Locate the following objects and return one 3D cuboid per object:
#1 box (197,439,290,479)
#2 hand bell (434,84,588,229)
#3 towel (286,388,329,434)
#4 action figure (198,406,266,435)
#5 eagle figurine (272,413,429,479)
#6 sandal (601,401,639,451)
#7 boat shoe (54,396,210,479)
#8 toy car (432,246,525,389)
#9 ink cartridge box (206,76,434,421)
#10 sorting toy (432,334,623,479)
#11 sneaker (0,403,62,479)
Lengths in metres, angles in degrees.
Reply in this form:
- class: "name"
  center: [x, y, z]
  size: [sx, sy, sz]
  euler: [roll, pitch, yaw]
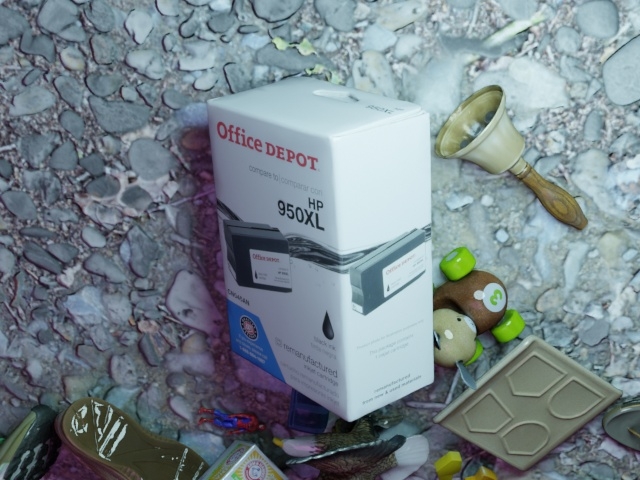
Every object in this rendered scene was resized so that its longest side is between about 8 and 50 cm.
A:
- class: "box"
  center: [-0.154, 0.438, 1.616]
  size: [0.203, 0.103, 0.114]
  euler: [-45, 101, -21]
- class: "hand bell"
  center: [0.288, -0.094, 1.378]
  size: [0.242, 0.126, 0.126]
  euler: [38, 115, -21]
- class: "towel"
  center: [-0.016, 0.261, 1.612]
  size: [0.067, 0.029, 0.119]
  euler: [11, 114, 5]
- class: "action figure"
  center: [-0.148, 0.305, 1.658]
  size: [0.115, 0.030, 0.038]
  euler: [6, 109, 6]
- class: "eagle figurine"
  center: [0.027, 0.340, 1.489]
  size: [0.225, 0.298, 0.226]
  euler: [-20, 108, 18]
- class: "sandal"
  center: [0.535, 0.322, 1.514]
  size: [0.219, 0.060, 0.090]
  euler: [35, 115, -5]
- class: "boat shoe"
  center: [-0.301, 0.386, 1.687]
  size: [0.341, 0.121, 0.110]
  euler: [42, 149, -12]
- class: "toy car"
  center: [0.200, 0.128, 1.425]
  size: [0.149, 0.188, 0.155]
  euler: [-34, 103, 22]
- class: "ink cartridge box"
  center: [0.000, 0.000, 1.349]
  size: [0.285, 0.166, 0.394]
  euler: [22, 123, 48]
- class: "sorting toy"
  center: [0.284, 0.279, 1.524]
  size: [0.229, 0.041, 0.307]
  euler: [30, 118, -28]
- class: "sneaker"
  center: [-0.618, 0.412, 1.743]
  size: [0.182, 0.158, 0.410]
  euler: [44, 110, 10]
